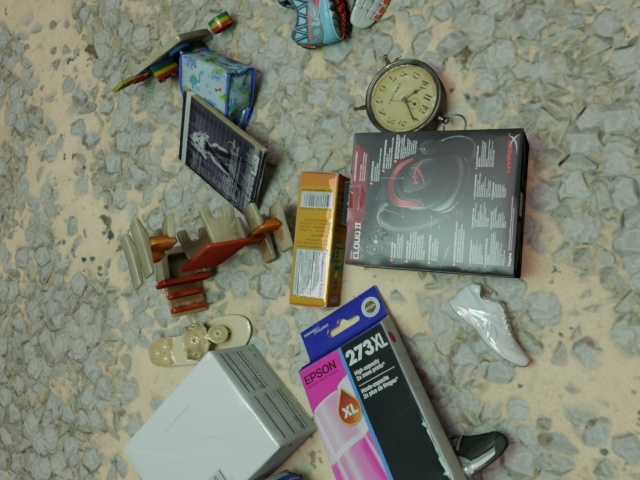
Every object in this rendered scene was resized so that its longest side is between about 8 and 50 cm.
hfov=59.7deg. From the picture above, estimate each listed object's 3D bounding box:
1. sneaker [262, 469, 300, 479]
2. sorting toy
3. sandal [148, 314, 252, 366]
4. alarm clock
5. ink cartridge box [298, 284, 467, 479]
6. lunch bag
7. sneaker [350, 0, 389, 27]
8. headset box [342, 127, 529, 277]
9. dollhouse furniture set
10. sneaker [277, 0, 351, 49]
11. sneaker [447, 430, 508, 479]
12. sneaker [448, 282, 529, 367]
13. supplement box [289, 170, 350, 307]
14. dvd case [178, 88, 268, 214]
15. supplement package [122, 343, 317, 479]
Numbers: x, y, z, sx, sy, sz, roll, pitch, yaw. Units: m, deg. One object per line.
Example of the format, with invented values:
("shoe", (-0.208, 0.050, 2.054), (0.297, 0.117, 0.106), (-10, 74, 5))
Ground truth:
("sneaker", (-0.026, 0.551, 0.910), (0.182, 0.127, 0.315), (4, 95, 38))
("sorting toy", (-0.297, -0.360, 1.123), (0.274, 0.132, 0.046), (-26, 106, 25))
("sandal", (-0.250, 0.204, 1.077), (0.240, 0.079, 0.088), (-18, 79, 22))
("alarm clock", (0.160, -0.223, 0.931), (0.192, 0.064, 0.129), (35, 100, 26))
("ink cartridge box", (0.078, 0.262, 0.883), (0.176, 0.069, 0.371), (-35, 55, 19))
("lunch bag", (-0.202, -0.279, 1.087), (0.129, 0.096, 0.151), (29, 127, 24))
("sneaker", (0.089, -0.455, 0.997), (0.065, 0.061, 0.158), (33, 100, 50))
("headset box", (0.169, -0.058, 0.889), (0.293, 0.110, 0.218), (3, 87, 25))
("dollhouse furniture set", (-0.209, 0.041, 0.994), (0.259, 0.262, 0.135), (-31, 73, 54))
("sneaker", (-0.031, -0.479, 1.018), (0.125, 0.104, 0.262), (-13, 81, 25))
("sneaker", (0.167, 0.322, 0.877), (0.229, 0.086, 0.132), (-36, 70, 19))
("sneaker", (0.269, 0.129, 0.861), (0.061, 0.054, 0.152), (-46, 69, 12))
("supplement box", (0.000, 0.000, 0.981), (0.080, 0.078, 0.233), (7, 89, 22))
("dvd case", (-0.192, -0.164, 1.066), (0.221, 0.018, 0.164), (39, 137, 21))
("supplement package", (-0.179, 0.353, 0.997), (0.262, 0.145, 0.204), (-48, 69, 14))
